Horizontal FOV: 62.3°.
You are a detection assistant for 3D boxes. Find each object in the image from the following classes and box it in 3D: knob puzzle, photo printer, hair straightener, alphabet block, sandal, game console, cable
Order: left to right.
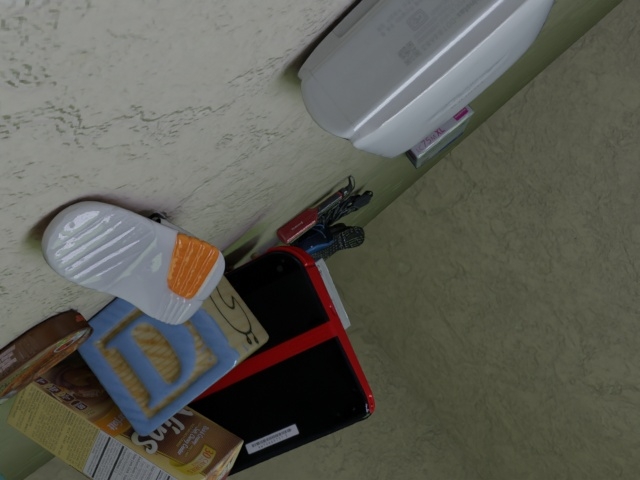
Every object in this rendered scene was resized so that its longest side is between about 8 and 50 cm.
[{"bbox_3d":[-0.186,0.011,0.542,0.102,0.076,0.265,-52,156,-7],"label":"sandal"},{"bbox_3d":[-0.228,0.157,0.850,0.193,0.192,0.197,-37,176,6],"label":"alphabet block"},{"bbox_3d":[-0.198,0.069,1.154,0.213,0.030,0.213,-25,178,-1],"label":"knob puzzle"},{"bbox_3d":[-0.135,0.224,0.970,0.386,0.342,0.060,-27,171,13],"label":"game console"},{"bbox_3d":[-0.007,-0.072,1.258,0.230,0.047,0.089,-42,176,-5],"label":"hair straightener"},{"bbox_3d":[0.069,-0.093,1.602,0.184,0.047,0.150,-31,180,-28],"label":"cable"},{"bbox_3d":[0.126,-0.201,0.582,0.256,0.107,0.307,-40,175,15],"label":"photo printer"}]

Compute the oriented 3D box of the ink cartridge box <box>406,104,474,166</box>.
[{"bbox_3d":[0.331,-0.293,1.507,0.185,0.065,0.311,-39,173,9],"label":"ink cartridge box"}]

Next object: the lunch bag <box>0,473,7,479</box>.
[{"bbox_3d":[-0.755,0.568,0.999,0.262,0.160,0.223,-45,175,7],"label":"lunch bag"}]

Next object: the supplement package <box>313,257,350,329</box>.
[{"bbox_3d":[-0.087,0.171,1.402,0.145,0.204,0.261,-34,-162,-37],"label":"supplement package"}]

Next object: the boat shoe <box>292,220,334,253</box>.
[{"bbox_3d":[-0.032,-0.009,1.387,0.109,0.089,0.258,-26,-179,5],"label":"boat shoe"}]

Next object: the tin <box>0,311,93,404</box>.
[{"bbox_3d":[-0.376,0.156,0.659,0.189,0.040,0.106,-37,179,-10],"label":"tin"}]

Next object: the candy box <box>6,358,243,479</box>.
[{"bbox_3d":[-0.304,0.308,0.850,0.088,0.316,0.183,-66,167,6],"label":"candy box"}]

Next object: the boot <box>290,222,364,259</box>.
[{"bbox_3d":[0.000,0.000,1.614,0.246,0.084,0.161,-11,-169,-23],"label":"boot"}]
